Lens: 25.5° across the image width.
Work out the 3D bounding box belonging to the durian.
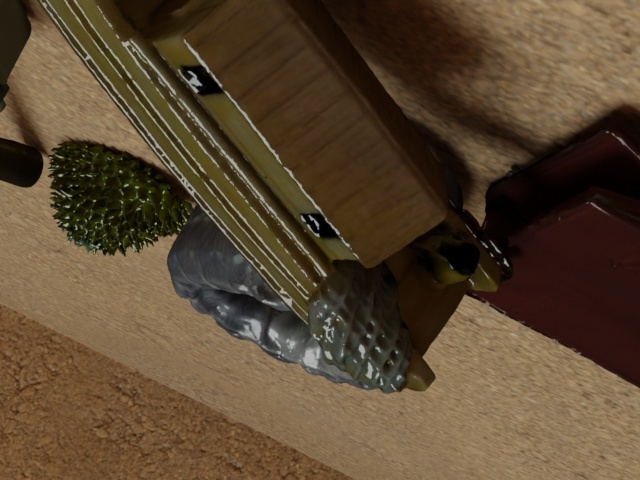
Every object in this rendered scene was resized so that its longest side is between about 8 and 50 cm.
[{"bbox_3d":[-0.227,-0.035,1.516,0.220,0.095,0.137,6,155,41],"label":"durian"}]

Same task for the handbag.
[{"bbox_3d":[0.238,0.035,0.951,0.260,0.084,0.275,30,164,-5],"label":"handbag"}]

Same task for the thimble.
[{"bbox_3d":[0.000,0.000,1.090,0.205,0.172,0.236,25,167,0],"label":"thimble"}]

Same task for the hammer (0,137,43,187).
[{"bbox_3d":[-0.360,-0.093,1.414,0.044,0.168,0.440,32,180,6],"label":"hammer"}]

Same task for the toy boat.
[{"bbox_3d":[-0.042,-0.087,0.836,0.445,0.136,0.162,50,154,-22],"label":"toy boat"}]

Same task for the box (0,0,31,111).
[{"bbox_3d":[-0.322,-0.190,1.163,0.172,0.093,0.124,26,164,6],"label":"box"}]
